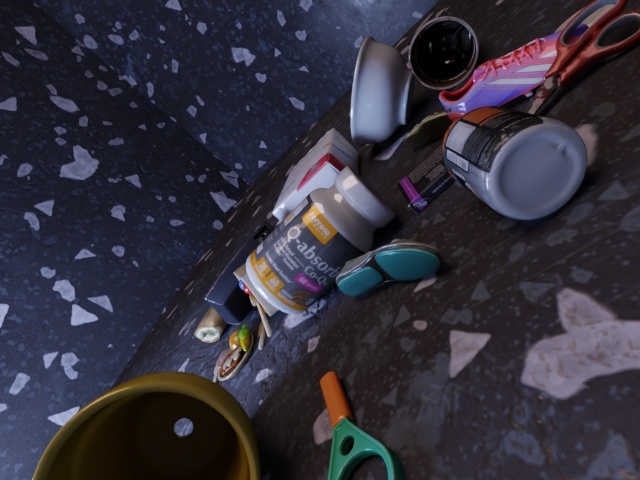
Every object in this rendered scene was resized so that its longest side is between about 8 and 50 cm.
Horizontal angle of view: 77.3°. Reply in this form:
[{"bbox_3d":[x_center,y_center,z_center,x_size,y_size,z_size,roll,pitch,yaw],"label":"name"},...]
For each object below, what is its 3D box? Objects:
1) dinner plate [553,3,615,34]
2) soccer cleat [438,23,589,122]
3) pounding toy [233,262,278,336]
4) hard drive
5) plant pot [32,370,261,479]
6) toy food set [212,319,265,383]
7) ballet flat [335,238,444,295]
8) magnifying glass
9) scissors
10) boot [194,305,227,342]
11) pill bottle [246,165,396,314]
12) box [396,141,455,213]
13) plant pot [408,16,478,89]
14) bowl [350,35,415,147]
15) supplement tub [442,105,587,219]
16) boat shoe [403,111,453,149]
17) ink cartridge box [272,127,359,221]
[{"bbox_3d":[0.457,-0.380,0.708,0.141,0.017,0.141,-43,18,17],"label":"dinner plate"},{"bbox_3d":[0.328,-0.292,0.701,0.248,0.095,0.083,-33,24,42],"label":"soccer cleat"},{"bbox_3d":[-0.132,0.122,0.917,0.100,0.141,0.130,-38,15,-16],"label":"pounding toy"},{"bbox_3d":[-0.180,0.090,1.051,0.254,0.054,0.172,-56,-26,-24],"label":"hard drive"},{"bbox_3d":[-0.215,0.304,0.570,0.254,0.254,0.239,-53,4,-11],"label":"plant pot"},{"bbox_3d":[-0.203,0.260,0.925,0.192,0.039,0.132,-46,18,12],"label":"toy food set"},{"bbox_3d":[0.103,0.031,0.621,0.213,0.072,0.068,-29,23,49],"label":"ballet flat"},{"bbox_3d":[0.032,0.229,0.459,0.092,0.026,0.231,-48,17,6],"label":"magnifying glass"},{"bbox_3d":[0.349,-0.242,0.619,0.297,0.021,0.109,-45,49,21],"label":"scissors"},{"bbox_3d":[-0.251,0.156,1.191,0.236,0.089,0.269,-45,15,49],"label":"boot"},{"bbox_3d":[0.000,0.000,0.778,0.278,0.162,0.162,-45,18,14],"label":"pill bottle"},{"bbox_3d":[0.220,-0.132,0.743,0.162,0.029,0.116,-44,19,19],"label":"box"},{"bbox_3d":[0.329,-0.502,1.049,0.167,0.167,0.165,-35,14,38],"label":"plant pot"},{"bbox_3d":[0.182,-0.398,1.108,0.298,0.134,0.297,11,-90,-76],"label":"bowl"},{"bbox_3d":[0.234,-0.110,0.521,0.117,0.117,0.190,-44,18,16],"label":"supplement tub"},{"bbox_3d":[0.245,-0.250,0.884,0.048,0.056,0.153,-62,14,-20],"label":"boat shoe"},{"bbox_3d":[-0.002,-0.178,1.195,0.226,0.131,0.306,-41,18,27],"label":"ink cartridge box"}]
